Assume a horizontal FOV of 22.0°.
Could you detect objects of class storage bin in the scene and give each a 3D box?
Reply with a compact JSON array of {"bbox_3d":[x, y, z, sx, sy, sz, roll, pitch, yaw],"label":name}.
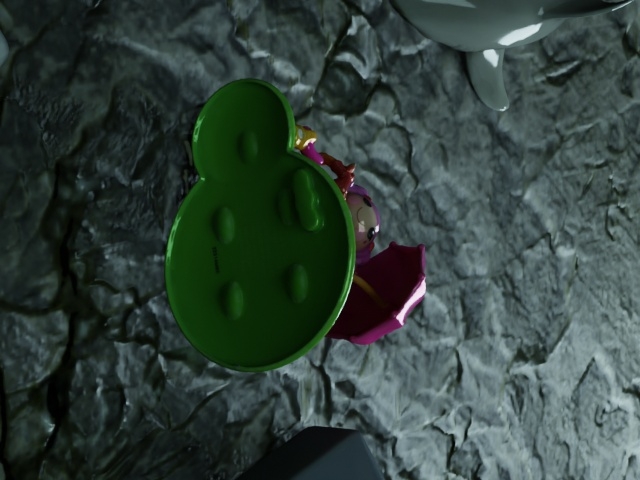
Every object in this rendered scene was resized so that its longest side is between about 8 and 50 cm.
[{"bbox_3d":[-0.007,0.181,1.027,0.135,0.098,0.091,-34,109,-34],"label":"storage bin"}]

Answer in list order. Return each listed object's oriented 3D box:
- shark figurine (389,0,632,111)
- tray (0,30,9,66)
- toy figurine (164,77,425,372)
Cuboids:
[{"bbox_3d":[0.174,-0.193,1.113,0.278,0.116,0.166,-47,127,-25],"label":"shark figurine"},{"bbox_3d":[-0.233,-0.128,0.746,0.145,0.030,0.270,-53,143,-23],"label":"tray"},{"bbox_3d":[0.000,0.000,1.005,0.159,0.130,0.173,15,63,-57],"label":"toy figurine"}]
